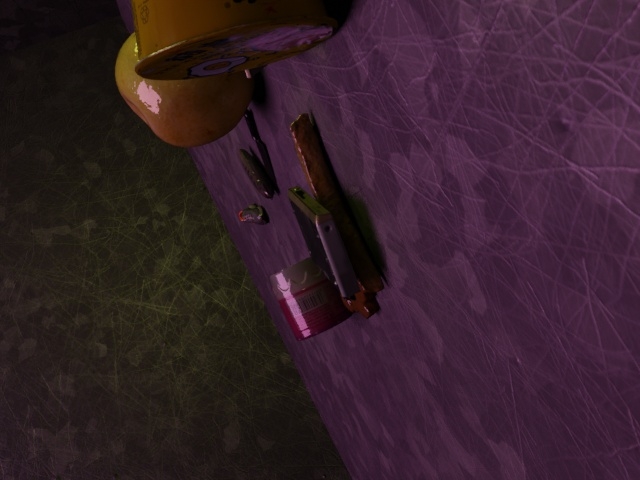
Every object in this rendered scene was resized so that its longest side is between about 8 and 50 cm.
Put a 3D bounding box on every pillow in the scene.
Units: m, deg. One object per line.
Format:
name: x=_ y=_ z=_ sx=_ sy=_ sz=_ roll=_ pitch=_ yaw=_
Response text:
pillow: x=-0.199 y=-0.200 z=1.952 sx=0.241 sy=0.051 sz=0.093 roll=54 pitch=170 yaw=36

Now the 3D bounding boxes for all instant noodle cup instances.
instant noodle cup: x=-0.156 y=-0.410 z=0.941 sx=0.325 sy=0.325 sz=0.254 roll=-170 pitch=65 yaw=-73

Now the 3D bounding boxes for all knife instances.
knife: x=-0.173 y=-0.271 z=1.814 sx=0.072 sy=0.019 sz=0.245 roll=44 pitch=158 yaw=52

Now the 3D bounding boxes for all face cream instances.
face cream: x=-0.027 y=0.149 z=1.659 sx=0.195 sy=0.175 sz=0.175 roll=66 pitch=166 yaw=1

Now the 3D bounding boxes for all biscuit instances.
biscuit: x=0.048 y=0.054 z=1.489 sx=0.301 sy=0.043 sz=0.278 roll=60 pitch=165 yaw=19

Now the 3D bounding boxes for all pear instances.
pear: x=-0.339 y=-0.408 z=1.560 sx=0.348 sy=0.348 sz=0.348 roll=58 pitch=165 yaw=26

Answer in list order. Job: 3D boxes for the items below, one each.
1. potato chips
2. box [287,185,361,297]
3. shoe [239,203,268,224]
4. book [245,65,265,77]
potato chips: x=0.028 y=-0.072 z=1.314 sx=0.080 sy=0.057 sz=0.407 roll=177 pitch=68 yaw=-82
box: x=0.000 y=0.000 z=1.338 sx=0.270 sy=0.045 sz=0.211 roll=-132 pitch=20 yaw=-66
shoe: x=-0.253 y=-0.088 z=2.290 sx=0.074 sy=0.077 sz=0.194 roll=70 pitch=166 yaw=-16
book: x=-0.127 y=-0.400 z=1.188 sx=0.182 sy=0.014 sz=0.127 roll=-62 pitch=-41 yaw=-55
